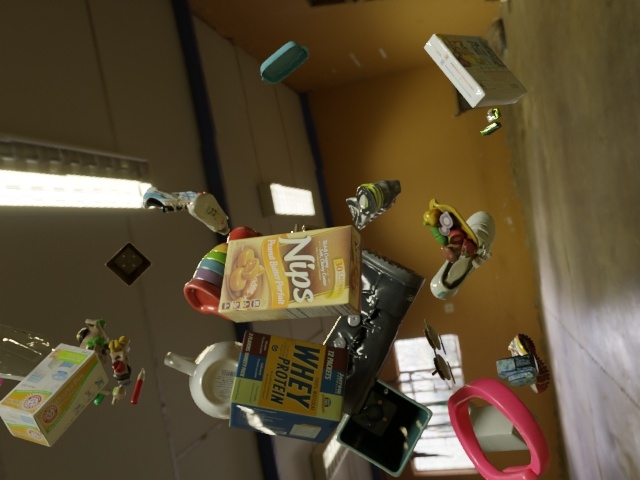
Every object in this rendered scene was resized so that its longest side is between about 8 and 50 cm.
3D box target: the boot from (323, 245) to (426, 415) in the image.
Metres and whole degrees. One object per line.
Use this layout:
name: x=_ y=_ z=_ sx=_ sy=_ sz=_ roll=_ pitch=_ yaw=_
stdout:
boot: x=0.072 y=0.238 z=1.657 sx=0.146 sy=0.367 sz=0.445 roll=18 pitch=-82 yaw=-44

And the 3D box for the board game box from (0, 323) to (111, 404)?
board game box: x=-0.822 y=0.315 z=1.497 sx=0.050 sy=0.390 sz=0.390 roll=-62 pitch=-34 yaw=-8

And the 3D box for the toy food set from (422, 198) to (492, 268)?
toy food set: x=0.335 y=-0.004 z=1.431 sx=0.218 sy=0.071 sz=0.128 roll=52 pitch=165 yaw=5

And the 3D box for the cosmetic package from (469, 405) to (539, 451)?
cosmetic package: x=0.604 y=0.634 z=1.883 sx=0.107 sy=0.238 sz=0.127 roll=42 pitch=-124 yaw=-12

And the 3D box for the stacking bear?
stacking bear: x=-0.286 y=0.079 z=1.748 sx=0.289 sy=0.175 sz=0.164 roll=-60 pitch=-35 yaw=-32

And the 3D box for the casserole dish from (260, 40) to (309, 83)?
casserole dish: x=-0.125 y=-0.603 z=1.873 sx=0.037 sy=0.188 sz=0.114 roll=62 pitch=-161 yaw=19

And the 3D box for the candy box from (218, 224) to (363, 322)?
candy box: x=-0.065 y=0.080 z=1.259 sx=0.087 sy=0.317 sz=0.182 roll=46 pitch=-137 yaw=-56

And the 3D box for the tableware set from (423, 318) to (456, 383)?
tableware set: x=0.359 y=0.354 z=1.743 sx=0.128 sy=0.039 sz=0.194 roll=45 pitch=-155 yaw=-41

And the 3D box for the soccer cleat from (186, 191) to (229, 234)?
soccer cleat: x=-0.262 y=-0.063 z=1.343 sx=0.076 sy=0.068 sz=0.196 roll=45 pitch=175 yaw=11

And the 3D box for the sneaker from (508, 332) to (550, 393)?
sneaker: x=0.756 y=0.455 z=2.024 sx=0.225 sy=0.088 sz=0.092 roll=-100 pitch=30 yaw=-42

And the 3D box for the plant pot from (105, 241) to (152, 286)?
plant pot: x=-0.643 y=0.074 z=1.867 sx=0.109 sy=0.109 sz=0.096 roll=47 pitch=170 yaw=-17

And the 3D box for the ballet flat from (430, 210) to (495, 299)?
ballet flat: x=0.558 y=0.051 z=2.097 sx=0.400 sy=0.139 sz=0.139 roll=-54 pitch=-30 yaw=-12

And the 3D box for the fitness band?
fitness band: x=0.346 y=0.382 z=1.107 sx=0.209 sy=0.054 sz=0.291 roll=62 pitch=162 yaw=21

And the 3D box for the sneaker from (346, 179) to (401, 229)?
sneaker: x=0.167 y=-0.112 z=1.728 sx=0.300 sy=0.121 sz=0.111 roll=143 pitch=107 yaw=-76

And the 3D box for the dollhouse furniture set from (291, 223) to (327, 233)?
dollhouse furniture set: x=0.000 y=0.000 z=1.943 sx=0.242 sy=0.212 sz=0.161 roll=125 pitch=153 yaw=-68

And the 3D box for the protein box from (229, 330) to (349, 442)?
protein box: x=-0.065 y=0.288 z=1.072 sx=0.201 sy=0.200 sz=0.136 roll=106 pitch=174 yaw=-58

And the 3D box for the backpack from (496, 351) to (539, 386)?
backpack: x=0.590 y=0.391 z=1.667 sx=0.105 sy=0.114 sz=0.084 roll=48 pitch=-144 yaw=-52

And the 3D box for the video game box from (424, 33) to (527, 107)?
video game box: x=0.356 y=-0.389 z=1.266 sx=0.205 sy=0.048 sz=0.187 roll=-17 pitch=-111 yaw=-43

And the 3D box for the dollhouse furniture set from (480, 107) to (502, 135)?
dollhouse furniture set: x=0.531 y=-0.419 z=1.797 sx=0.076 sy=0.058 sz=0.151 roll=-7 pitch=-107 yaw=-41

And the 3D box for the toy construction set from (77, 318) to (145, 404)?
toy construction set: x=-0.732 y=0.403 z=1.946 sx=0.309 sy=0.257 sz=0.237 roll=53 pitch=-153 yaw=-36

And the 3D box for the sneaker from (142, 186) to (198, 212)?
sneaker: x=-0.483 y=-0.125 z=1.880 sx=0.085 sy=0.237 sz=0.086 roll=93 pitch=-176 yaw=-63

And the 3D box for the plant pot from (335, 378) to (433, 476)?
plant pot: x=0.208 y=0.627 z=1.955 sx=0.247 sy=0.247 sz=0.252 roll=-59 pitch=-2 yaw=-7

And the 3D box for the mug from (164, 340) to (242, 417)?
mug: x=-0.378 y=0.484 z=1.994 sx=0.328 sy=0.374 sz=0.276 roll=123 pitch=168 yaw=-77

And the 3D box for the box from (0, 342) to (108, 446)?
box: x=-0.606 y=0.349 z=1.272 sx=0.203 sy=0.114 sz=0.103 roll=-56 pitch=-34 yaw=-50
